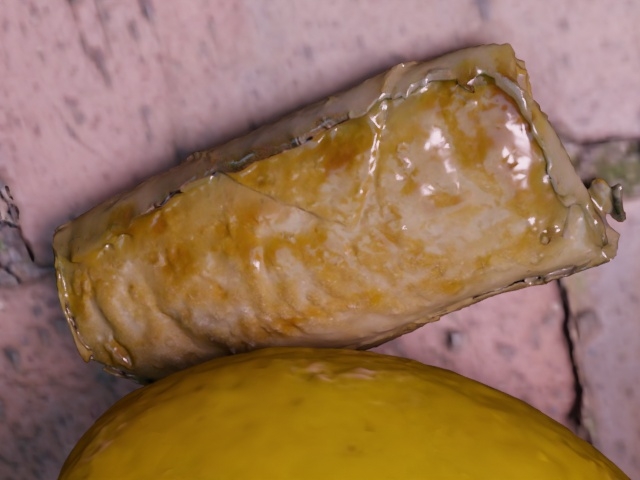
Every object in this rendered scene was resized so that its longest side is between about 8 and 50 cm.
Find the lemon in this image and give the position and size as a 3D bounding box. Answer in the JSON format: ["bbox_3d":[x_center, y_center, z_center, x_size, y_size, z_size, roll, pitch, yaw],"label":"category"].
[{"bbox_3d":[0.010,0.211,0.781,0.348,0.348,0.348,10,119,18],"label":"lemon"}]

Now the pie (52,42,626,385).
[{"bbox_3d":[0.000,0.000,0.827,0.282,0.068,0.128,-21,107,25],"label":"pie"}]
